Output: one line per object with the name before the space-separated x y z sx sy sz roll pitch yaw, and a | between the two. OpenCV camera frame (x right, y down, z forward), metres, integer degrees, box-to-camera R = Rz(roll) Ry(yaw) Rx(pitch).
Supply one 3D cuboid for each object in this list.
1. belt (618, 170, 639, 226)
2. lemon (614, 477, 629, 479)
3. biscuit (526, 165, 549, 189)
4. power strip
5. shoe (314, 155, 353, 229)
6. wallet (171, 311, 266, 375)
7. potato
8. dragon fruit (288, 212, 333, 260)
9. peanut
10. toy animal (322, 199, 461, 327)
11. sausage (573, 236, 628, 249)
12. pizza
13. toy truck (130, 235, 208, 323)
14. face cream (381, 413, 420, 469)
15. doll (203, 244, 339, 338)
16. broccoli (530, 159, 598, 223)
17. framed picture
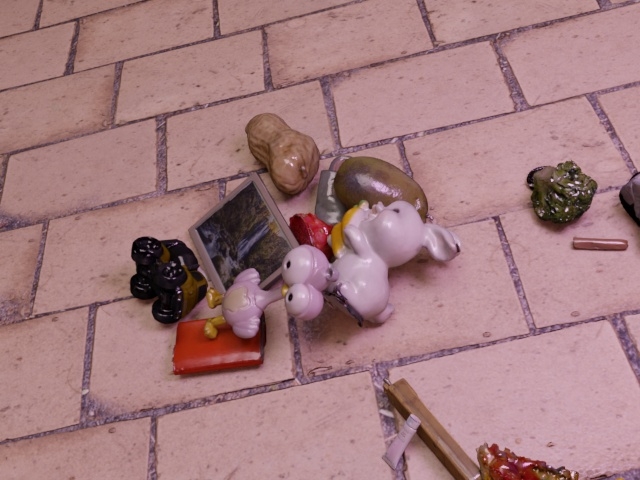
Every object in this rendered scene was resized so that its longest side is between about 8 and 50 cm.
belt | 0.754 -0.053 1.620 0.164 0.184 0.289 -33 45 -6
lemon | 0.488 0.469 1.303 0.114 0.114 0.155 23 57 30
biscuit | 0.541 -0.144 1.852 0.087 0.027 0.089 -30 50 -11
power strip | 0.217 0.369 1.490 0.044 0.064 0.305 -31 50 -15
shoe | 0.044 -0.135 1.934 0.103 0.100 0.251 2 50 14
wallet | -0.225 0.230 1.740 0.205 0.045 0.142 -9 47 7
potato | 0.151 -0.102 1.825 0.252 0.159 0.174 26 37 8
dragon fruit | 0.000 0.000 1.815 0.111 0.153 0.153 -14 46 -21
peanut | -0.091 -0.230 2.029 0.159 0.143 0.291 0 35 -30
toy animal | 0.134 0.033 1.680 0.247 0.183 0.310 42 78 4
sausage | 0.616 0.007 1.708 0.116 0.026 0.026 2 52 16
pizza | 0.347 0.439 1.361 0.193 0.053 0.201 37 67 7
toy truck | -0.348 0.083 1.846 0.165 0.147 0.224 -16 41 -36
face cream | 0.155 0.385 1.487 0.038 0.020 0.115 40 112 35
doll | -0.102 0.115 1.643 0.365 0.094 0.160 -23 55 37
broccoli | 0.542 -0.110 1.758 0.146 0.138 0.162 -43 27 8
framed picture | -0.185 0.005 1.879 0.241 0.020 0.324 -38 49 10
